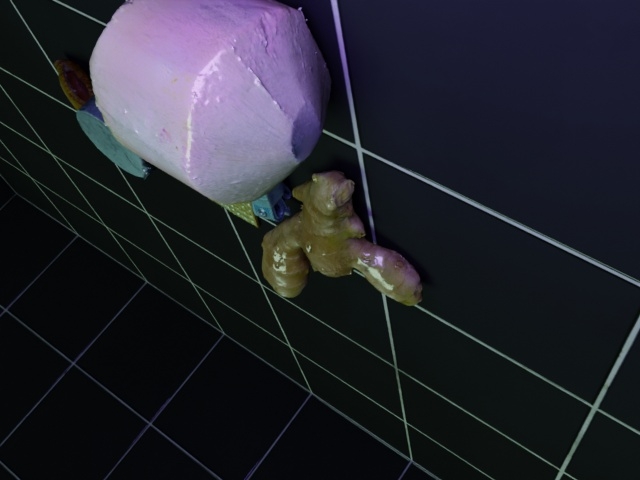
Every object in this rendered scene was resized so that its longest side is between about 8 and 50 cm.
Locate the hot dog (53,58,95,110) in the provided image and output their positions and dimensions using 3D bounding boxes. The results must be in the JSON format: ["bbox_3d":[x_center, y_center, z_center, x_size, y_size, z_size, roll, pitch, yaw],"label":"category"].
[{"bbox_3d":[-0.541,-0.333,1.681,0.289,0.068,0.083,49,166,39],"label":"hot dog"}]

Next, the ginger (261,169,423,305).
[{"bbox_3d":[-0.004,-0.012,1.446,0.363,0.122,0.348,9,138,38],"label":"ginger"}]

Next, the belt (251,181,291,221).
[{"bbox_3d":[-0.125,-0.146,1.445,0.072,0.087,0.302,14,152,25],"label":"belt"}]

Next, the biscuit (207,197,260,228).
[{"bbox_3d":[-0.234,-0.108,1.807,0.203,0.016,0.144,31,158,19],"label":"biscuit"}]

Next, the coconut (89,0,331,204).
[{"bbox_3d":[-0.132,-0.209,1.051,0.310,0.297,0.297,33,159,22],"label":"coconut"}]

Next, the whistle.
[{"bbox_3d":[-0.335,-0.240,1.475,0.405,0.168,0.188,15,148,50],"label":"whistle"}]
